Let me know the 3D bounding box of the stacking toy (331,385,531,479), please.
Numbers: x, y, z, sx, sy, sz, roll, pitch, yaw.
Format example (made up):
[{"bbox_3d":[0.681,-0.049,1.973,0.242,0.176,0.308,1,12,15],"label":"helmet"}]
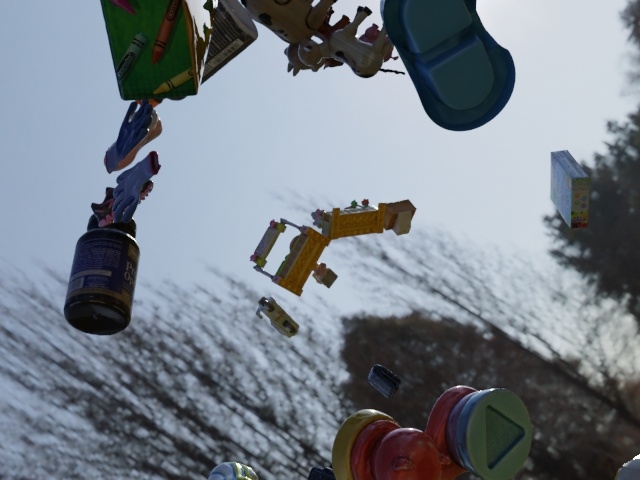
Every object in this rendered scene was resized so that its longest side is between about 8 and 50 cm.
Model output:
[{"bbox_3d":[0.185,0.351,1.420,0.308,0.130,0.280,-12,-85,-37],"label":"stacking toy"}]

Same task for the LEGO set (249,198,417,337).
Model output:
[{"bbox_3d":[0.000,0.000,1.507,0.287,0.107,0.132,-43,-55,-17],"label":"LEGO set"}]

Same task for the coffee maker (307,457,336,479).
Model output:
[{"bbox_3d":[0.082,0.483,1.874,0.178,0.171,0.120,13,-74,-28],"label":"coffee maker"}]

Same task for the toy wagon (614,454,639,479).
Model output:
[{"bbox_3d":[0.452,0.397,1.252,0.344,0.068,0.267,36,-108,-33],"label":"toy wagon"}]

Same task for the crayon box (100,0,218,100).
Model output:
[{"bbox_3d":[-0.164,-0.284,1.076,0.278,0.081,0.165,-90,-4,-55],"label":"crayon box"}]

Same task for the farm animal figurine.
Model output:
[{"bbox_3d":[-0.024,-0.408,1.997,0.172,0.326,0.330,-54,21,1],"label":"farm animal figurine"}]

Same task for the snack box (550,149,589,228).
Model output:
[{"bbox_3d":[0.460,-0.097,1.908,0.141,0.037,0.100,-100,2,-63],"label":"snack box"}]

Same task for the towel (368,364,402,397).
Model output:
[{"bbox_3d":[0.130,0.287,2.107,0.029,0.067,0.119,-48,-10,-14],"label":"towel"}]

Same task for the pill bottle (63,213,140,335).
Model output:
[{"bbox_3d":[-0.400,0.055,1.913,0.123,0.122,0.219,96,176,-53],"label":"pill bottle"}]

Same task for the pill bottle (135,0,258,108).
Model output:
[{"bbox_3d":[-0.241,-0.338,1.839,0.245,0.130,0.130,-36,-13,15],"label":"pill bottle"}]

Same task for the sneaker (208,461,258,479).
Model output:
[{"bbox_3d":[-0.154,0.412,1.630,0.126,0.240,0.091,15,-86,-30],"label":"sneaker"}]

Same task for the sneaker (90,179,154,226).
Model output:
[{"bbox_3d":[-0.342,-0.075,1.767,0.119,0.057,0.047,-36,-2,-3],"label":"sneaker"}]

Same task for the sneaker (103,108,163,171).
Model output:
[{"bbox_3d":[-0.337,-0.185,1.834,0.134,0.051,0.070,-45,-15,-21],"label":"sneaker"}]

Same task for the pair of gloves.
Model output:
[{"bbox_3d":[-0.304,-0.131,1.668,0.023,0.198,0.159,14,-39,-34],"label":"pair of gloves"}]

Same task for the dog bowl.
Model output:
[{"bbox_3d":[0.198,-0.318,1.652,0.165,0.074,0.297,-31,-61,1],"label":"dog bowl"}]
